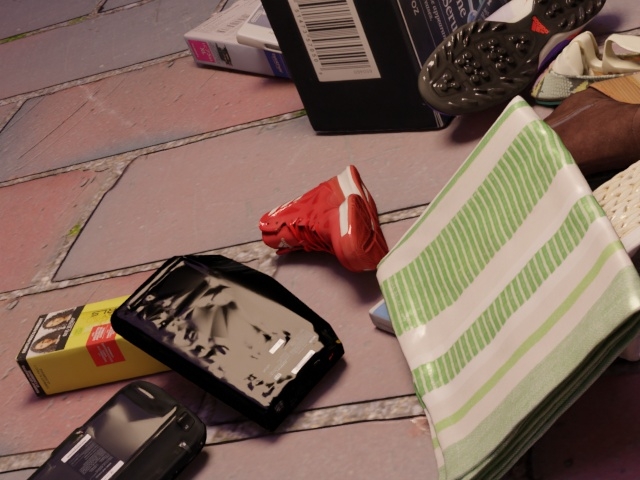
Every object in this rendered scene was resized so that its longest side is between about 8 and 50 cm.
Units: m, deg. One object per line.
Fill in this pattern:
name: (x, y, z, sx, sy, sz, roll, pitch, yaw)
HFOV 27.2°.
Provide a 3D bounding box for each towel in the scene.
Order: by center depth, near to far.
towel: (0.149, 0.042, 1.143, 0.248, 0.038, 0.325, -52, 27, 24)

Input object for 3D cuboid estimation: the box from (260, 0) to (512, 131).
box: (0.119, -0.369, 1.753, 0.212, 0.293, 0.395, 1, 37, 37)

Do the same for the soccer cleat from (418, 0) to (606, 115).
soccer cleat: (0.232, -0.237, 1.657, 0.318, 0.108, 0.116, -40, -4, -28)

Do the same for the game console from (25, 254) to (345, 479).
game console: (-0.160, 0.159, 1.266, 0.213, 0.044, 0.361, 28, 59, 31)

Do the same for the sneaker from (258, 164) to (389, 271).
sneaker: (0.000, 0.000, 1.458, 0.128, 0.087, 0.221, -28, 15, 11)

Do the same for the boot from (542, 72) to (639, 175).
boot: (0.287, -0.085, 1.379, 0.207, 0.090, 0.248, -26, 24, 8)

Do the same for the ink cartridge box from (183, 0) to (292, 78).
ink cartridge box: (-0.052, -0.326, 2.048, 0.186, 0.065, 0.311, -38, 30, -26)

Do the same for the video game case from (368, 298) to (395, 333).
video game case: (0.182, 0.039, 1.295, 0.212, 0.023, 0.193, -38, 31, -24)

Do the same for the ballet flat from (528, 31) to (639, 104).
ballet flat: (0.335, -0.203, 1.533, 0.221, 0.079, 0.077, 5, 41, 42)

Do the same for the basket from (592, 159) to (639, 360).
basket: (0.290, 0.007, 1.168, 0.167, 0.113, 0.103, -32, 33, -18)

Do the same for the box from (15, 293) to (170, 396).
box: (-0.208, 0.104, 1.437, 0.232, 0.058, 0.087, -12, 31, 20)

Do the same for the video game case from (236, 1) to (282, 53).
video game case: (0.003, -0.335, 1.923, 0.183, 0.023, 0.201, 17, 53, 21)
